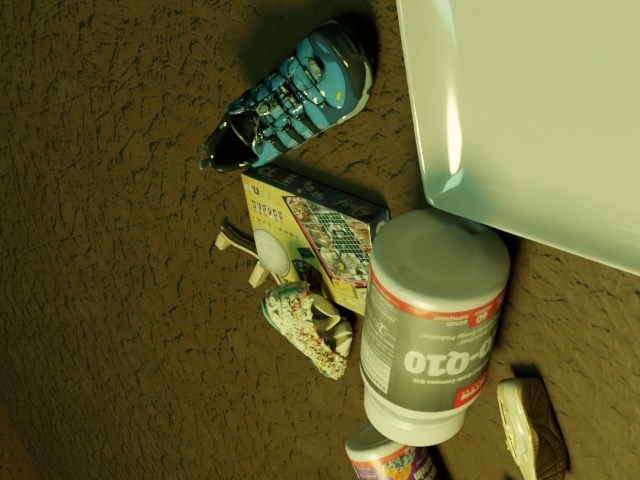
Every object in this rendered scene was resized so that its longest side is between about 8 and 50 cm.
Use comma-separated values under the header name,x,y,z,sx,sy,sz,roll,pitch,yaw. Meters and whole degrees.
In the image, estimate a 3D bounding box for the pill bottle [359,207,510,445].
name,x,y,z,sx,sy,sz,roll,pitch,yaw
pill bottle,0.131,0.113,1.451,0.161,0.161,0.283,35,142,29

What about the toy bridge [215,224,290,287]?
name,x,y,z,sx,sy,sz,roll,pitch,yaw
toy bridge,-0.088,0.044,1.793,0.188,0.026,0.063,46,144,14

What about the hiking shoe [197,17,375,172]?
name,x,y,z,sx,sy,sz,roll,pitch,yaw
hiking shoe,-0.040,-0.158,1.456,0.113,0.132,0.304,53,147,3

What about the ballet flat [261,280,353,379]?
name,x,y,z,sx,sy,sz,roll,pitch,yaw
ballet flat,0.000,0.128,1.672,0.241,0.077,0.091,47,-160,-54

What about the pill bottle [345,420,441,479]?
name,x,y,z,sx,sy,sz,roll,pitch,yaw
pill bottle,0.121,0.356,1.726,0.108,0.108,0.193,-3,116,53

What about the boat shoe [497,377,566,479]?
name,x,y,z,sx,sy,sz,roll,pitch,yaw
boat shoe,0.262,0.247,1.499,0.059,0.063,0.170,6,113,53

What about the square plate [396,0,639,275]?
name,x,y,z,sx,sy,sz,roll,pitch,yaw
square plate,0.227,-0.146,1.204,0.347,0.049,0.344,21,133,41

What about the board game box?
name,x,y,z,sx,sy,sz,roll,pitch,yaw
board game box,0.000,0.000,1.628,0.243,0.042,0.165,24,136,39
